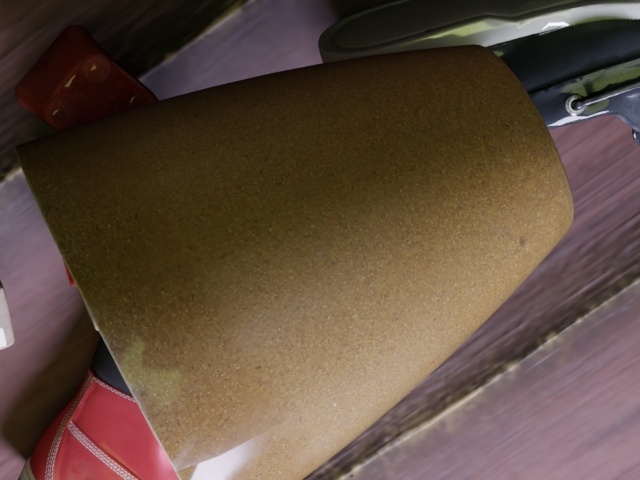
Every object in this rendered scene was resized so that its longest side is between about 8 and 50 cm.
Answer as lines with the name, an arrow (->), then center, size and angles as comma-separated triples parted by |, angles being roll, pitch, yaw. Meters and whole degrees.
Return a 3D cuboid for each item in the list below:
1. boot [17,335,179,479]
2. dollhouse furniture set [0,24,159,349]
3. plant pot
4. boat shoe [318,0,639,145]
boot -> -0.068, 0.160, 1.044 | 0.244, 0.088, 0.176 | 29, 107, -12
dollhouse furniture set -> -0.263, -0.031, 0.931 | 0.374, 0.152, 0.201 | -18, 115, -16
plant pot -> 0.000, 0.000, 0.819 | 0.254, 0.237, 0.237 | -27, 114, -8
boat shoe -> 0.175, -0.109, 0.923 | 0.340, 0.127, 0.113 | -12, 115, 2
